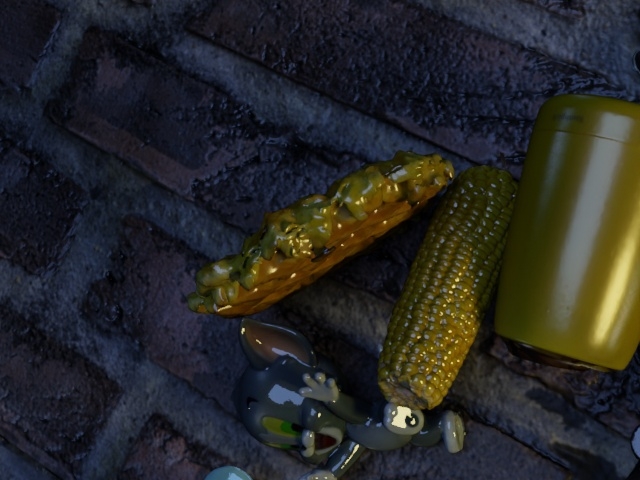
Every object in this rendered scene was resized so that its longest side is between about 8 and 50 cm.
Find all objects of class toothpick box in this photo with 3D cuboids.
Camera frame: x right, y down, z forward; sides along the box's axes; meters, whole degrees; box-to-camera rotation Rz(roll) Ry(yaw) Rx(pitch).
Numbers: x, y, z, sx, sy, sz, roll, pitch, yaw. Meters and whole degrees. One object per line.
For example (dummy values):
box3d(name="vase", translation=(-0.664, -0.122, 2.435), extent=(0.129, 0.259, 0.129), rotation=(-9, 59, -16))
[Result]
box3d(name="toothpick box", translation=(0.278, 0.000, 1.122), extent=(0.175, 0.175, 0.271), rotation=(16, 90, 25))

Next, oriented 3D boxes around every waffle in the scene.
box3d(name="waffle", translation=(0.000, 0.000, 1.168), extent=(0.325, 0.302, 0.068), rotation=(-32, 83, 4))

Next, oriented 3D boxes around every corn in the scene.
box3d(name="corn", translation=(0.144, 0.042, 1.171), extent=(0.101, 0.101, 0.310), rotation=(12, 61, 25))

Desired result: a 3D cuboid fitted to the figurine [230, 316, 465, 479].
box3d(name="figurine", translation=(0.024, 0.176, 1.207), extent=(0.265, 0.193, 0.140), rotation=(-6, 48, 3))

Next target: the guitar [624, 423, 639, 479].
box3d(name="guitar", translation=(0.327, 0.247, 1.122), extent=(0.084, 0.038, 0.271), rotation=(38, 95, 26))

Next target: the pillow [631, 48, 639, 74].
box3d(name="pillow", translation=(0.410, -0.187, 1.167), extent=(0.136, 0.055, 0.091), rotation=(-22, 40, 15))

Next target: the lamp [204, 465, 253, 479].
box3d(name="lamp", translation=(-0.092, 0.412, 1.208), extent=(0.209, 0.147, 0.284), rotation=(-40, 59, 14))
